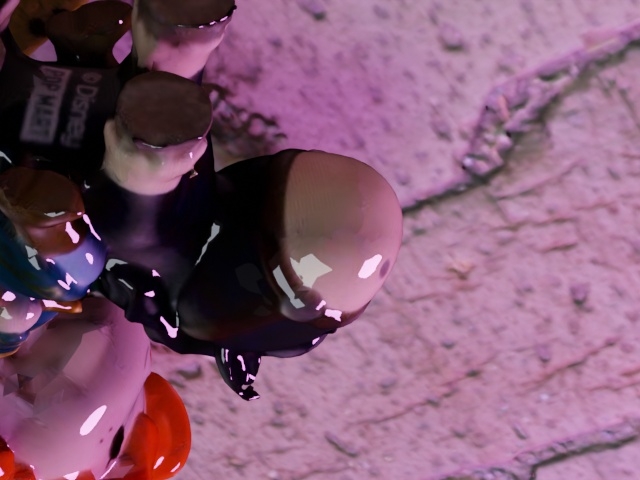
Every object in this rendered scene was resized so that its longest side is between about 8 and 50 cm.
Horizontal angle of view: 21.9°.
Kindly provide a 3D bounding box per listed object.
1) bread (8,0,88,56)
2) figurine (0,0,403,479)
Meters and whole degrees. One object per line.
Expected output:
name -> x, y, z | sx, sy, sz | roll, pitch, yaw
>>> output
bread -> -0.111, -0.173, 0.794 | 0.088, 0.049, 0.226 | 39, 128, -21
figurine -> -0.146, 0.021, 0.842 | 0.306, 0.241, 0.411 | 18, 138, -37
